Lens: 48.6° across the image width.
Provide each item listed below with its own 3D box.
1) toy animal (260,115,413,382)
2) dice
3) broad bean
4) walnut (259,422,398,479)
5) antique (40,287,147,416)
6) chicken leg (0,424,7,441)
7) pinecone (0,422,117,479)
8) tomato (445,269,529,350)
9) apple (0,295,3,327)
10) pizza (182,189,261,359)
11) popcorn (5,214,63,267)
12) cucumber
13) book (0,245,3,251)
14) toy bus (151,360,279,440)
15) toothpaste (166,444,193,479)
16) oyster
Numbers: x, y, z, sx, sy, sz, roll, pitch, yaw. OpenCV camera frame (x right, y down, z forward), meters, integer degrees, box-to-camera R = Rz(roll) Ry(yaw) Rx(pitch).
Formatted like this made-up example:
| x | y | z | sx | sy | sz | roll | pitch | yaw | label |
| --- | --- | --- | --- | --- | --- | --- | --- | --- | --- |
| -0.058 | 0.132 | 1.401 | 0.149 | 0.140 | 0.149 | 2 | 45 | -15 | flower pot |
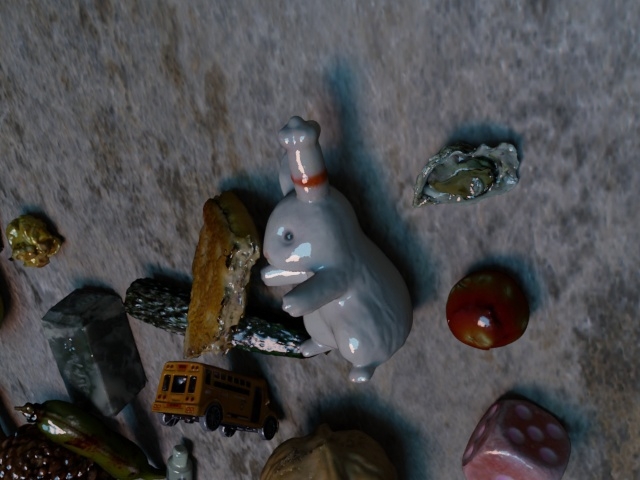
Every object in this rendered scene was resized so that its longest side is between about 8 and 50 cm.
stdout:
| x | y | z | sx | sy | sz | roll | pitch | yaw | label |
| --- | --- | --- | --- | --- | --- | --- | --- | --- | --- |
| -0.007 | 0.014 | 0.759 | 0.282 | 0.138 | 0.140 | 57 | 167 | -20 | toy animal |
| 0.222 | 0.245 | 0.811 | 0.094 | 0.091 | 0.093 | 33 | 129 | 9 | dice |
| -0.339 | 0.321 | 1.107 | 0.077 | 0.061 | 0.339 | 6 | 147 | 35 | broad bean |
| 0.010 | 0.348 | 0.932 | 0.198 | 0.198 | 0.244 | 14 | 127 | 21 | walnut |
| -0.342 | 0.165 | 1.075 | 0.088 | 0.086 | 0.182 | 5 | 120 | 25 | antique |
| -0.589 | 0.454 | 1.352 | 0.212 | 0.140 | 0.360 | 8 | 126 | 34 | chicken leg |
| -0.444 | 0.407 | 1.210 | 0.222 | 0.221 | 0.221 | 14 | 124 | 21 | pinecone |
| 0.173 | 0.076 | 0.747 | 0.087 | 0.075 | 0.087 | 16 | 128 | 21 | tomato |
| -0.641 | 0.114 | 1.139 | 0.261 | 0.194 | 0.260 | 13 | 124 | 19 | apple |
| -0.111 | 0.057 | 0.842 | 0.147 | 0.069 | 0.226 | 28 | 111 | 61 | pizza |
| -0.428 | 0.009 | 1.033 | 0.084 | 0.084 | 0.084 | 14 | 124 | 21 | popcorn |
| -0.125 | 0.109 | 0.938 | 0.294 | 0.067 | 0.067 | 13 | 123 | 21 | cucumber |
| -0.559 | -0.100 | 1.075 | 0.158 | 0.026 | 0.231 | 19 | 126 | 14 | book |
| -0.132 | 0.218 | 0.963 | 0.083 | 0.088 | 0.194 | -3 | 159 | 29 | toy bus |
| -0.240 | 0.432 | 1.217 | 0.067 | 0.037 | 0.255 | 20 | 130 | 12 | toothpaste |
| 0.145 | -0.066 | 0.710 | 0.101 | 0.037 | 0.098 | 3 | 141 | 4 | oyster |
